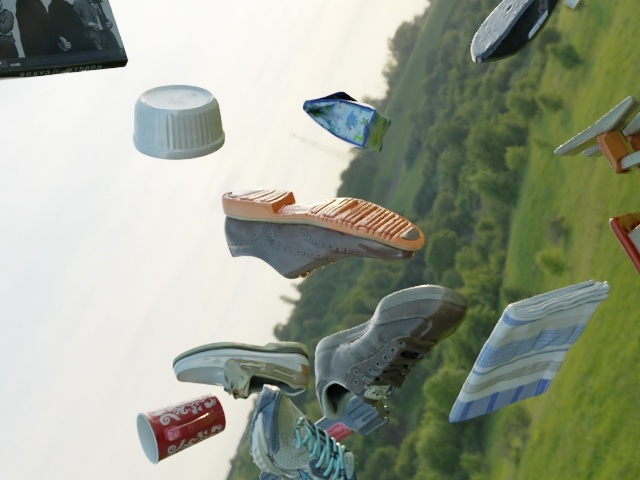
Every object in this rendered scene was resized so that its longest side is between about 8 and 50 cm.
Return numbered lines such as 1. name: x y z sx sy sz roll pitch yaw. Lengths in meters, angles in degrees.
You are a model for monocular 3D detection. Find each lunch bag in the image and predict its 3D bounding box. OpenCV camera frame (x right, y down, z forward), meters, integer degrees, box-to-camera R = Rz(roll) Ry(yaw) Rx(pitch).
1. lunch bag: 0.051 -0.242 1.492 0.129 0.151 0.096 3 -74 -70

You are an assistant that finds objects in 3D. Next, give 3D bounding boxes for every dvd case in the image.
1. dvd case: -0.377 -0.333 0.989 0.029 0.179 0.239 -36 72 58

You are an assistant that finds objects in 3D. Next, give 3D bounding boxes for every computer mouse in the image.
1. computer mouse: 0.329 -0.338 1.060 0.262 0.060 0.184 -52 23 24

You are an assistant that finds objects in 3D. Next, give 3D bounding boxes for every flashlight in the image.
1. flashlight: 0.011 0.425 1.543 0.304 0.103 0.103 -38 23 18

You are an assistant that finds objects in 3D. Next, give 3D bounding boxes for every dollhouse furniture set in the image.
1. dollhouse furniture set: 0.368 0.002 0.778 0.135 0.262 0.259 -36 -18 37

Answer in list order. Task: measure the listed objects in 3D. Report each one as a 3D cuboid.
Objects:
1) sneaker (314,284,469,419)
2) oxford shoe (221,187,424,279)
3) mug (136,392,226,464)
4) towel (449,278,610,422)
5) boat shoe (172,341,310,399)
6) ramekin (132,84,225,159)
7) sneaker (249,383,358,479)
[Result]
1. sneaker: 0.059 0.100 0.623 0.188 0.066 0.071 -40 41 50
2. oxford shoe: 0.000 0.000 1.244 0.130 0.363 0.133 -27 -56 -56
3. mug: -0.290 0.408 1.604 0.169 0.150 0.113 -14 -67 -34
4. towel: 0.331 0.183 1.189 0.034 0.209 0.285 56 145 37
5. boat shoe: -0.172 0.288 1.619 0.113 0.302 0.103 93 172 -55
6. ramekin: -0.317 -0.269 1.650 0.207 0.207 0.109 -65 -19 -58
7. sneaker: -0.009 0.302 1.054 0.110 0.122 0.283 -73 -30 -46
